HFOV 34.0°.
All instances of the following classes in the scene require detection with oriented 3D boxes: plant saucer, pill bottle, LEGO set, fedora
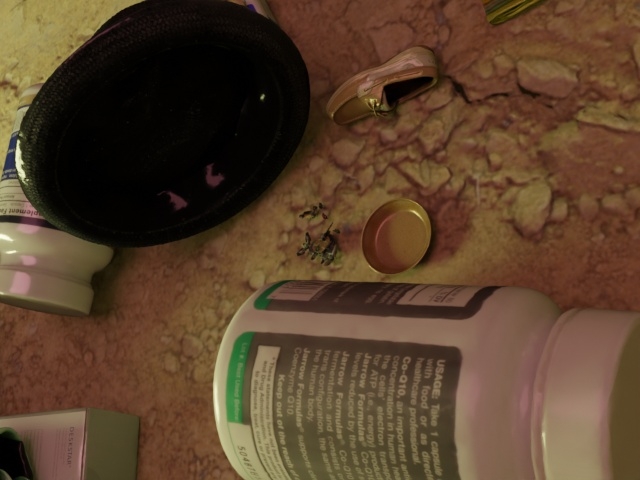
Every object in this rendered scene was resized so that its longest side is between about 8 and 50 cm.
[{"bbox_3d":[0.081,-0.002,1.092,0.083,0.015,0.083,-12,68,31],"label":"plant saucer"},{"bbox_3d":[-0.320,-0.047,1.293,0.153,0.153,0.264,2,76,34],"label":"pill bottle"},{"bbox_3d":[0.103,0.139,0.913,0.361,0.204,0.204,1,75,35],"label":"pill bottle"},{"bbox_3d":[0.002,-0.002,1.146,0.054,0.023,0.083,-14,54,28],"label":"LEGO set"},{"bbox_3d":[-0.180,-0.150,1.154,0.334,0.334,0.152,-40,47,17],"label":"fedora"}]

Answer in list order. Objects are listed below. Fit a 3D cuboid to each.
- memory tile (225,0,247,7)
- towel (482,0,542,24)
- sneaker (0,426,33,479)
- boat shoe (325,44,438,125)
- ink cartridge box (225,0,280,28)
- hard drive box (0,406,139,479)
[{"bbox_3d":[-0.159,-0.263,1.287,0.148,0.012,0.113,30,92,38],"label":"memory tile"},{"bbox_3d":[0.195,-0.348,1.127,0.102,0.021,0.237,-25,62,24],"label":"towel"},{"bbox_3d":[-0.381,0.326,1.135,0.151,0.094,0.256,-17,67,26],"label":"sneaker"},{"bbox_3d":[0.066,-0.160,1.133,0.135,0.050,0.045,-31,54,22],"label":"boat shoe"},{"bbox_3d":[-0.145,-0.225,1.300,0.208,0.045,0.206,-37,58,18],"label":"ink cartridge box"},{"bbox_3d":[-0.331,0.297,1.225,0.232,0.089,0.181,-10,69,32],"label":"hard drive box"}]
